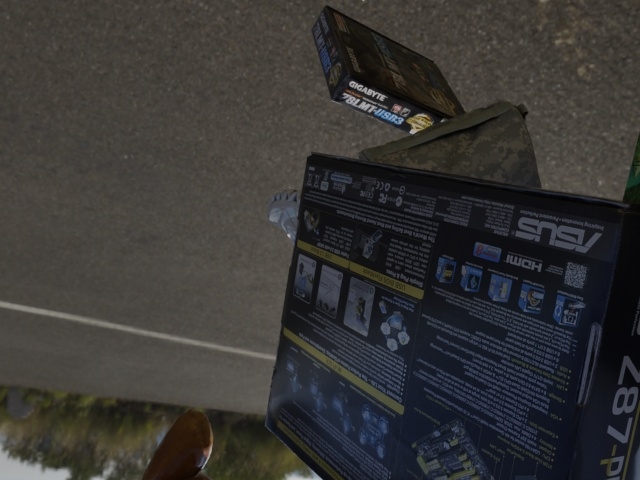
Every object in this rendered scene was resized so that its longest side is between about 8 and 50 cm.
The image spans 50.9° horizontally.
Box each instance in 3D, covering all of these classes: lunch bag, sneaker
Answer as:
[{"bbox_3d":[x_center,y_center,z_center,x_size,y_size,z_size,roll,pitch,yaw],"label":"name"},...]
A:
[{"bbox_3d":[0.226,-0.084,1.169,0.305,0.212,0.256,-19,125,-4],"label":"lunch bag"},{"bbox_3d":[0.000,0.000,1.064,0.292,0.118,0.110,22,169,47],"label":"sneaker"}]

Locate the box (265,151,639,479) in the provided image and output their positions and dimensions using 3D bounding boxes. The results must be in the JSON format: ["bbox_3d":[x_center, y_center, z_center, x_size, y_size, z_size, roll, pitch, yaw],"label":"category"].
[{"bbox_3d":[0.093,0.097,0.598,0.097,0.318,0.395,6,-173,-32],"label":"box"}]

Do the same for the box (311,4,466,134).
[{"bbox_3d":[0.138,-0.322,1.340,0.293,0.296,0.073,20,124,-25],"label":"box"}]

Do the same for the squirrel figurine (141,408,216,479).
[{"bbox_3d":[-0.115,0.471,0.747,0.370,0.281,0.397,32,135,20],"label":"squirrel figurine"}]

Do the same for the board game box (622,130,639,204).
[{"bbox_3d":[0.370,0.004,0.496,0.065,0.318,0.318,13,-179,-28],"label":"board game box"}]
